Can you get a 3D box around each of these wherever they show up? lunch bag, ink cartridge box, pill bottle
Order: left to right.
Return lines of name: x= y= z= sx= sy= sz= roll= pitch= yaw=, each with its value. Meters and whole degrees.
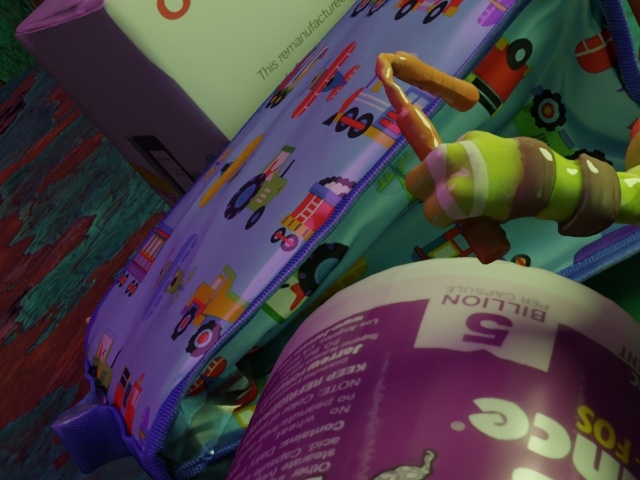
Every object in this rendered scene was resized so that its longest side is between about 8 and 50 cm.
lunch bag: x=0.000 y=0.000 z=0.846 sx=0.293 sy=0.138 sz=0.221 roll=-38 pitch=16 yaw=-7
ink cartridge box: x=0.004 y=-0.090 z=1.067 sx=0.198 sy=0.270 sz=0.197 roll=-46 pitch=17 yaw=-15
pill bottle: x=0.029 y=0.149 z=0.582 sx=0.169 sy=0.169 sz=0.301 roll=-32 pitch=20 yaw=30

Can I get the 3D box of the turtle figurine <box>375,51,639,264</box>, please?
turtle figurine: x=0.151 y=0.022 z=0.618 sx=0.087 sy=0.269 sz=0.217 roll=-48 pitch=39 yaw=32

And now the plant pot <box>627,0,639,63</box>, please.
plant pot: x=0.244 y=-0.198 z=0.922 sx=0.291 sy=0.203 sz=0.291 roll=-39 pitch=16 yaw=14

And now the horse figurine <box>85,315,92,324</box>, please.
horse figurine: x=-0.103 y=0.021 z=1.394 sx=0.174 sy=0.066 sz=0.263 roll=-46 pitch=14 yaw=6
